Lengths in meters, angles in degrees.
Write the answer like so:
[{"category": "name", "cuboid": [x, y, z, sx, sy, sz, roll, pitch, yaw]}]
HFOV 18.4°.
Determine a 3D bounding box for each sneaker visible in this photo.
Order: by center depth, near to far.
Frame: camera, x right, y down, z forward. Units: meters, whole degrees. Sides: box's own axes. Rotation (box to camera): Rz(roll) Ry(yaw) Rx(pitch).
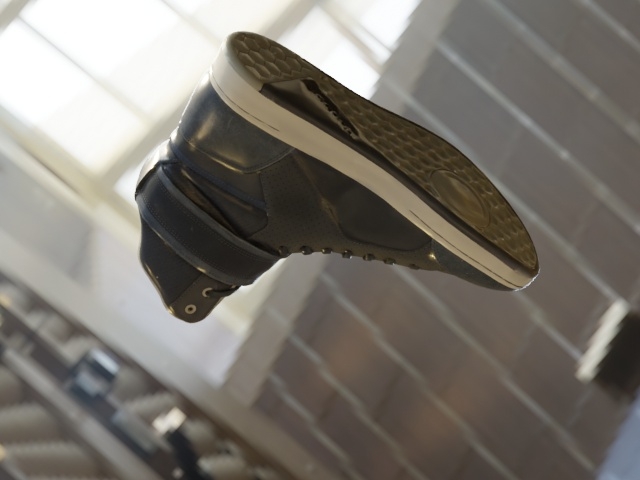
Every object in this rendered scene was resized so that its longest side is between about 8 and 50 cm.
[{"category": "sneaker", "cuboid": [0.000, -0.001, 1.156, 0.226, 0.163, 0.086, 32, -152, -10]}]
